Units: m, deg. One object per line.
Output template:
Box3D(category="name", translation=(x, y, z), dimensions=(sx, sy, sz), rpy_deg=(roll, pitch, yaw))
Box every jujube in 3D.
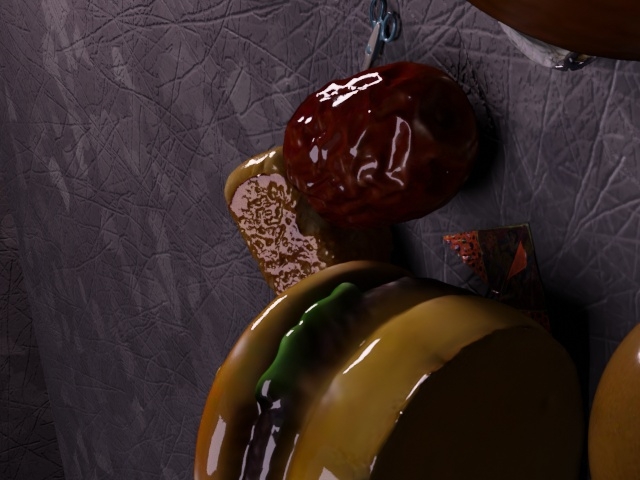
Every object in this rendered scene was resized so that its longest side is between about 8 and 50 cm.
Box3D(category="jujube", translation=(0.063, -0.100, 1.305), dimensions=(0.250, 0.174, 0.174), rpy_deg=(-18, 90, 53))

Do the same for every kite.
Box3D(category="kite", translation=(0.204, 0.025, 1.280), dimensions=(0.222, 0.008, 0.125), rpy_deg=(52, 145, 34))

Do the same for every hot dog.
Box3D(category="hot dog", translation=(0.000, 0.000, 1.485), dimensions=(0.150, 0.153, 0.257), rpy_deg=(-27, 93, 35))

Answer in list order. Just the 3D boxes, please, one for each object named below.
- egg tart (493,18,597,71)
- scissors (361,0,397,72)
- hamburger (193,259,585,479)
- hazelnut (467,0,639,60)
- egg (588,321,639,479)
Box3D(category="egg tart", translation=(0.189, -0.260, 1.036), dimensions=(0.234, 0.094, 0.234), rpy_deg=(39, 136, 50))
Box3D(category="scissors", translation=(0.062, -0.224, 1.388), dimensions=(0.058, 0.014, 0.119), rpy_deg=(60, 148, 32))
Box3D(category="hamburger", translation=(0.062, 0.203, 1.233), dimensions=(0.277, 0.395, 0.396), rpy_deg=(20, 124, 43))
Box3D(category="hazelnut", translation=(0.203, -0.275, 0.773), dimensions=(0.366, 0.365, 0.366), rpy_deg=(41, 140, 47))
Box3D(category="egg", translation=(0.332, 0.183, 0.853), dimensions=(0.322, 0.250, 0.250), rpy_deg=(61, 152, 10))
